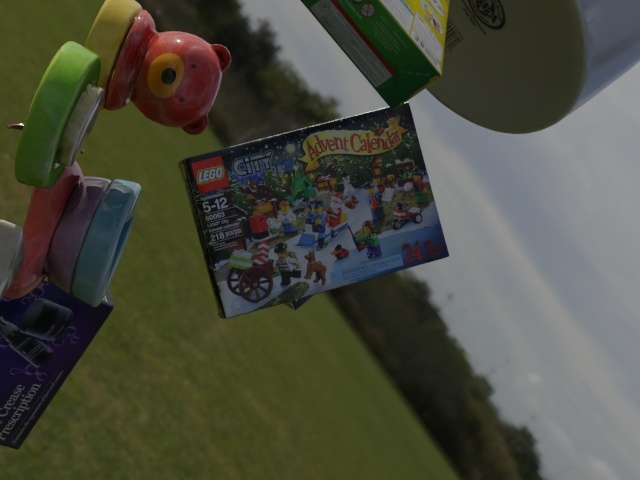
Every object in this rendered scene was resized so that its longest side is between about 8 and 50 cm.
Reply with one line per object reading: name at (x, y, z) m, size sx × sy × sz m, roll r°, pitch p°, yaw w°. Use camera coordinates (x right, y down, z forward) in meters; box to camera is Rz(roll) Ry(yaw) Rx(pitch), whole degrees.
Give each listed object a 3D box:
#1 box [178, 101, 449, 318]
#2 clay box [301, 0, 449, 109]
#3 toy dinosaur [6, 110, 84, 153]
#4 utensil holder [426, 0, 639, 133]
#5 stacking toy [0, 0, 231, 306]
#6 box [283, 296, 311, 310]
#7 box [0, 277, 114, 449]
box at (-0.006, -0.030, 1.344) m, size 0.044 × 0.233 × 0.159 m, roll 174°, pitch -100°, yaw -76°
clay box at (0.045, -0.205, 1.106) m, size 0.127 × 0.053 × 0.222 m, roll 48°, pitch 23°, yaw -17°
toy dinosaur at (-0.343, -0.134, 1.763) m, size 0.082 × 0.090 × 0.047 m, roll 51°, pitch -22°, yaw -2°
utensil holder at (0.296, -0.346, 1.591) m, size 0.328 × 0.385 × 0.327 m, roll 33°, pitch -36°, yaw 28°
stacking toy at (-0.197, -0.057, 1.284) m, size 0.130 × 0.309 × 0.279 m, roll 21°, pitch 17°, yaw -3°
box at (0.000, 0.000, 1.860) m, size 0.114 × 0.207 × 0.036 m, roll 28°, pitch -31°, yaw 43°
box at (-0.420, 0.130, 1.809) m, size 0.184 × 0.261 × 0.103 m, roll 24°, pitch 22°, yaw -29°
